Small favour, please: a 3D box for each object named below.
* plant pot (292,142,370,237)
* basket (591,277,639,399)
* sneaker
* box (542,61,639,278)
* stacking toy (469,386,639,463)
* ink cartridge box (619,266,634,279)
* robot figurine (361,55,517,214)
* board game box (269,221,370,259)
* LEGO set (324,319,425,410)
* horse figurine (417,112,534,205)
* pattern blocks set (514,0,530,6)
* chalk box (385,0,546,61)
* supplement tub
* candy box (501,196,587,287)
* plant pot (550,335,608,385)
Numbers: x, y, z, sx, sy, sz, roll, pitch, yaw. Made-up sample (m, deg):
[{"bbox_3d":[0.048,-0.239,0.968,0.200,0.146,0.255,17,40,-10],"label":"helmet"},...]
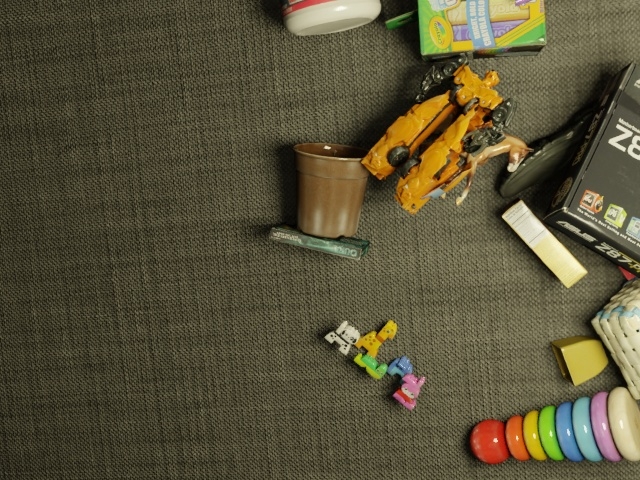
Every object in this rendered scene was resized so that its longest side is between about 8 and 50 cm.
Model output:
[{"bbox_3d":[0.021,-0.099,1.784,0.167,0.167,0.165,7,106,10],"label":"plant pot"},{"bbox_3d":[0.673,0.147,1.678,0.289,0.201,0.254,-28,87,-15],"label":"basket"},{"bbox_3d":[0.476,-0.154,1.718,0.286,0.109,0.130,-34,100,16],"label":"sneaker"},{"bbox_3d":[0.628,-0.075,1.565,0.395,0.097,0.318,31,73,-3],"label":"box"},{"bbox_3d":[0.451,0.382,1.753,0.331,0.141,0.141,-17,93,29],"label":"stacking toy"},{"bbox_3d":[0.582,-0.041,1.690,0.128,0.127,0.176,-35,89,21],"label":"ink cartridge box"},{"bbox_3d":[0.224,-0.199,1.653,0.291,0.085,0.211,-45,60,10],"label":"robot figurine"},{"bbox_3d":[0.000,0.000,1.808,0.186,0.126,0.026,13,99,9],"label":"board game box"},{"bbox_3d":[0.133,0.224,1.828,0.227,0.087,0.093,39,117,4],"label":"LEGO set"},{"bbox_3d":[0.250,-0.177,1.719,0.263,0.066,0.174,38,89,35],"label":"horse figurine"},{"bbox_3d":[0.292,-0.555,1.568,0.285,0.026,0.324,-35,80,6],"label":"pattern blocks set"},{"bbox_3d":[0.267,-0.434,1.681,0.289,0.180,0.179,-2,95,9],"label":"chalk box"},{"bbox_3d":[0.002,-0.542,1.711,0.191,0.191,0.272,-10,95,11],"label":"supplement tub"},{"bbox_3d":[0.430,0.001,1.738,0.053,0.109,0.186,-42,87,12],"label":"candy box"},{"bbox_3d":[0.515,0.229,1.766,0.083,0.081,0.081,-21,92,2],"label":"plant pot"}]
